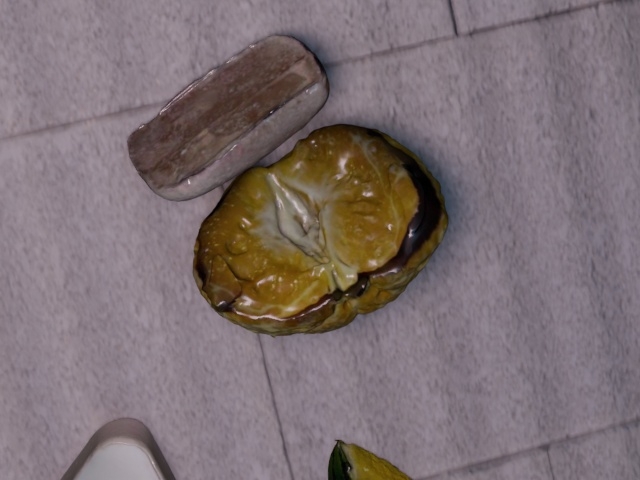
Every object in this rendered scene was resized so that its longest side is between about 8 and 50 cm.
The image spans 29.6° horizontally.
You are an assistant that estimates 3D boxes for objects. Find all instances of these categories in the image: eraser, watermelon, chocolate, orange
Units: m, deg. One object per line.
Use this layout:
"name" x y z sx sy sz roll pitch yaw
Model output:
"eraser" -0.278 0.471 1.788 0.331 0.150 0.331 0 94 -7
"watermelon" 0.125 0.430 1.882 0.301 0.123 0.129 35 58 -9
"chocolate" -0.125 -0.166 1.743 0.303 0.185 0.100 -35 136 -3
"orange" 0.000 0.000 1.743 0.369 0.210 0.271 -28 68 -3
